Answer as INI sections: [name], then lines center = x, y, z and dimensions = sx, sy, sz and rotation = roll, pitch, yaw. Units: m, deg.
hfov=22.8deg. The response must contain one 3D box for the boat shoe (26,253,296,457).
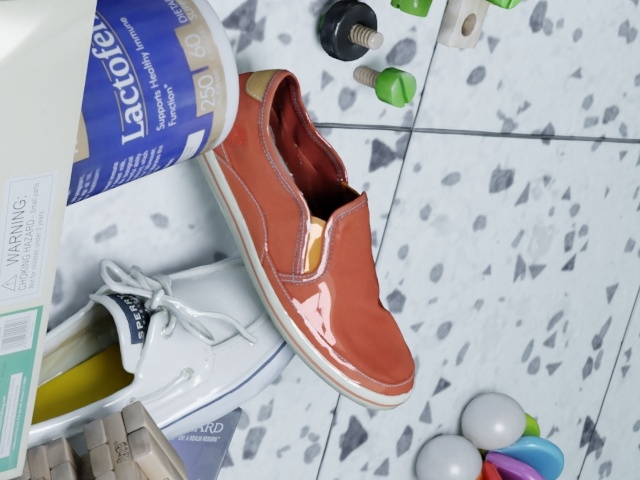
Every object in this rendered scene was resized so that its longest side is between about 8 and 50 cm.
[boat shoe]
center = -0.157, 0.082, 1.355
dimensions = 0.367, 0.136, 0.156
rotation = -28, 145, -23

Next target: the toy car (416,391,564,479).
[toy car]
center = 0.205, 0.278, 1.824
dimensions = 0.182, 0.136, 0.159
rotation = -40, 134, -22

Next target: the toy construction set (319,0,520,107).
[toy construction set]
center = 0.131, -0.279, 1.370
dimensions = 0.309, 0.237, 0.257
rotation = -58, 138, -5

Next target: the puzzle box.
[puzzle box]
center = -0.301, 0.023, 1.040
dimensions = 0.272, 0.052, 0.409
rotation = -12, 129, -38

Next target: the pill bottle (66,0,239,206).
[pill bottle]
center = -0.205, -0.100, 1.197
dimensions = 0.264, 0.153, 0.153
rotation = -25, 127, -34

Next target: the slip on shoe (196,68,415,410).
[slip on shoe]
center = 0.000, 0.000, 1.380
dimensions = 0.331, 0.101, 0.123
rotation = 63, 32, -8

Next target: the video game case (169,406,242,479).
[video game case]
center = -0.193, 0.276, 1.513
dimensions = 0.196, 0.026, 0.274
rotation = 10, 103, -47

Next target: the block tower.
[block tower]
center = -0.270, 0.250, 1.265
dimensions = 0.335, 0.091, 0.097
rotation = -26, 131, 2
